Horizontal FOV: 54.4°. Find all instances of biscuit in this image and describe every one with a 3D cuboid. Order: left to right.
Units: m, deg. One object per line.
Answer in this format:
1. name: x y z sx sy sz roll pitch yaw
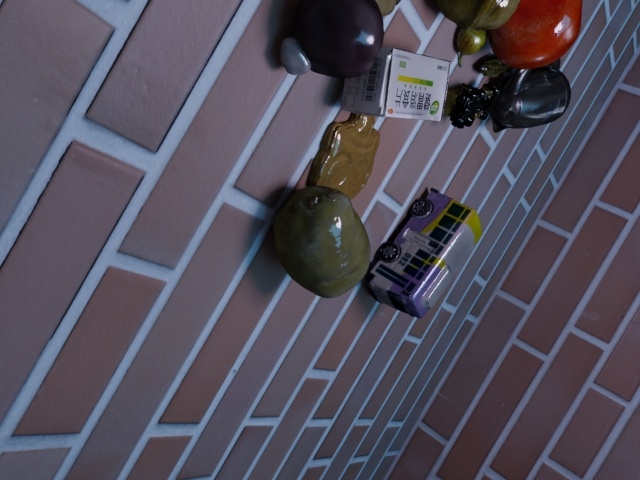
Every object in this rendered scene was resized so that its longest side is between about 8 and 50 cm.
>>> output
1. biscuit: 0.077 -0.216 1.794 0.269 0.051 0.375 -3 118 -56

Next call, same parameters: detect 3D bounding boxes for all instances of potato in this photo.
1. potato: 0.000 0.000 1.686 0.326 0.243 0.221 61 32 -38

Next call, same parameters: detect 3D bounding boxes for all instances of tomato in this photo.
1. tomato: 0.660 -0.708 1.942 0.293 0.290 0.324 3 88 -66

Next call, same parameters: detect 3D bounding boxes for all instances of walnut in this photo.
1. walnut: 0.444 -0.718 1.707 0.228 0.283 0.282 10 113 -14

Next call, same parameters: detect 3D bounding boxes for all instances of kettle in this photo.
1. kettle: 0.764 -0.553 2.296 0.324 0.228 0.320 -21 145 -39

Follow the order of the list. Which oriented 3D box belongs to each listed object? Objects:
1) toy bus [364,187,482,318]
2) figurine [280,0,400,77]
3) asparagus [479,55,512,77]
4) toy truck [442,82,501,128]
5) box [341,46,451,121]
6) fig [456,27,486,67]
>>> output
1. toy bus: 0.380 0.061 2.264 0.440 0.249 0.209 -51 148 -12
2. figurine: 0.066 -0.532 1.430 0.218 0.206 0.364 115 -2 -54
3. asparagus: 0.631 -0.622 2.206 0.287 0.080 0.080 -27 137 -45
4. toy truck: 0.498 -0.469 2.099 0.257 0.127 0.127 -22 140 -46
5. box: 0.206 -0.419 1.680 0.333 0.145 0.173 -10 111 -52
6. fig: 0.471 -0.606 1.980 0.093 0.093 0.166 -33 145 -36
